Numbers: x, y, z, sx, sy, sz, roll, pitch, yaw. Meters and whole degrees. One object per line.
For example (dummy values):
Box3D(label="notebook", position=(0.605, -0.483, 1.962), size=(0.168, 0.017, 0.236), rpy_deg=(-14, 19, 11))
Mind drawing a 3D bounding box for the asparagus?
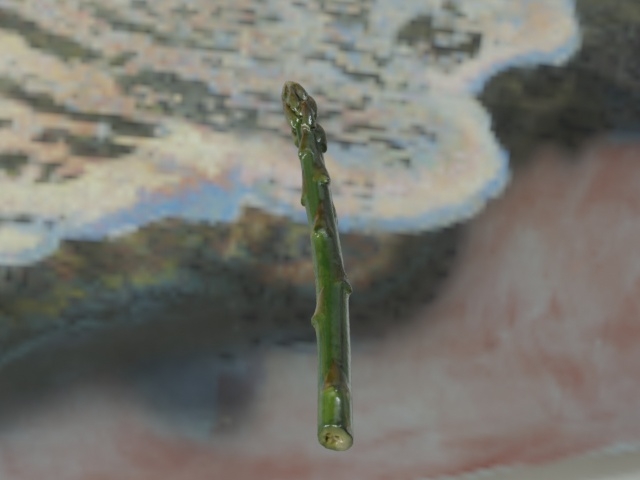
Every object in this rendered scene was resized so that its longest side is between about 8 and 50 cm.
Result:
Box3D(label="asparagus", position=(0.000, 0.000, 0.601), size=(0.016, 0.016, 0.163), rpy_deg=(6, 46, -13))
